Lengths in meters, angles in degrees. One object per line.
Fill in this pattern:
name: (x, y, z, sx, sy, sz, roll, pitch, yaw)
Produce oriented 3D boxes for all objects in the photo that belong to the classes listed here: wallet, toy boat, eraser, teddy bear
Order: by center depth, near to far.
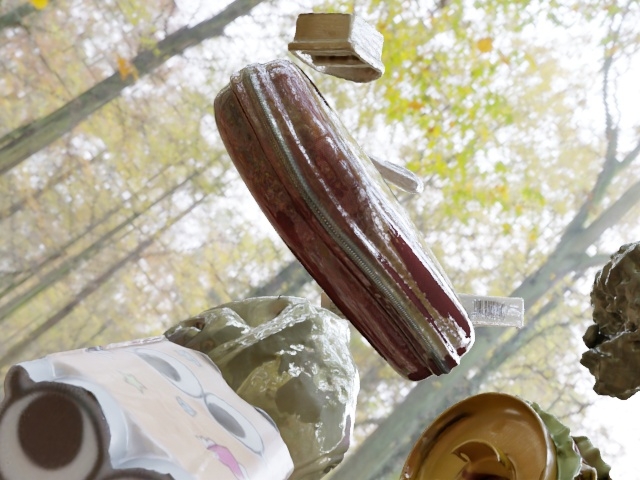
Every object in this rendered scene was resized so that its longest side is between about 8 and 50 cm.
eraser: (-0.114, 0.151, 0.660, 0.171, 0.087, 0.290, 41, 3, 7)
teddy bear: (0.486, 0.133, 1.057, 0.357, 0.367, 0.224, -20, -35, 26)
toy boat: (0.036, -0.292, 1.391, 0.116, 0.061, 0.188, 4, -5, 23)
wallet: (0.104, -0.107, 1.419, 0.124, 0.032, 0.183, 26, 5, 4)

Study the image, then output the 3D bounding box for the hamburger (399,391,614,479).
hamburger: (0.250, 0.351, 1.183, 0.212, 0.274, 0.274, 42, -19, -29)

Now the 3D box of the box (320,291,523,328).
box: (0.192, 0.135, 1.791, 0.353, 0.214, 0.069, -6, -100, 50)

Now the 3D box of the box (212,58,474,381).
box: (0.035, -0.014, 0.957, 0.404, 0.108, 0.263, 50, 10, -45)

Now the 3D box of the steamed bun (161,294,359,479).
steamed bun: (-0.129, 0.214, 1.204, 0.247, 0.352, 0.339, 33, -58, -23)
